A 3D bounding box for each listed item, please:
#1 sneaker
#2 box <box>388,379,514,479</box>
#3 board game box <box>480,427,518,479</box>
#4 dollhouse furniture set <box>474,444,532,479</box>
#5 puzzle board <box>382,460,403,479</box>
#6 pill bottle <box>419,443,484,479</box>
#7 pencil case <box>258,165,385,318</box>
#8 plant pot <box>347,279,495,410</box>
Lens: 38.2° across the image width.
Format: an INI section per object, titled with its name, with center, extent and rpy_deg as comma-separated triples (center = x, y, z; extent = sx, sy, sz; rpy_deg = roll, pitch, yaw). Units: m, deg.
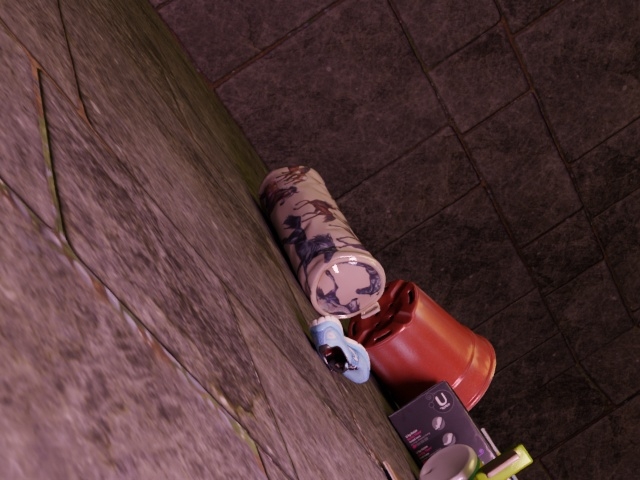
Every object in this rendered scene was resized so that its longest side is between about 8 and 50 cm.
[sneaker]
center = 0.030, 0.192, 1.491
extent = 0.162, 0.063, 0.073
rpy_deg = 49, 25, -41
[box]
center = 0.275, 0.435, 1.896
extent = 0.270, 0.143, 0.165
rpy_deg = 56, 2, 12
[board game box]
center = 0.476, 0.684, 2.546
extent = 0.275, 0.144, 0.142
rpy_deg = 59, 3, 33
[dollhouse furniture set]
center = 0.331, 0.505, 1.473
extent = 0.302, 0.197, 0.151
rpy_deg = 56, 1, 12
[puzzle board]
center = 0.136, 0.388, 1.354
extent = 0.128, 0.011, 0.096
rpy_deg = 53, 3, -39
[pill bottle]
center = 0.275, 0.479, 1.657
extent = 0.208, 0.117, 0.117
rpy_deg = 56, 3, -15
[pencil case]
center = 0.000, 0.000, 1.973
extent = 0.183, 0.160, 0.410
rpy_deg = 36, 14, -37
[plant pot]
center = 0.218, 0.247, 2.136
extent = 0.265, 0.272, 0.272
rpy_deg = 46, 7, -27
